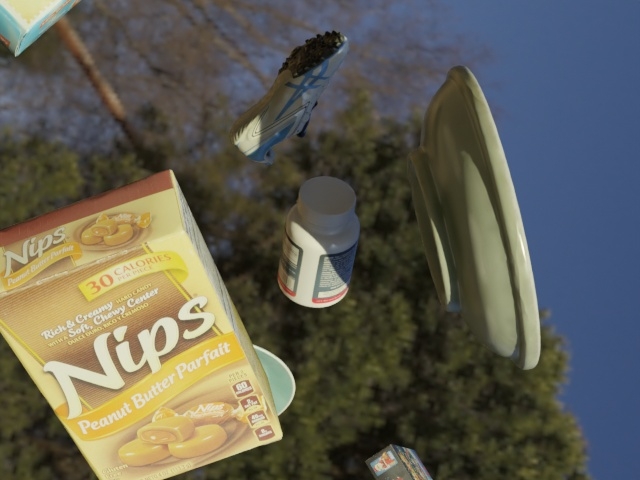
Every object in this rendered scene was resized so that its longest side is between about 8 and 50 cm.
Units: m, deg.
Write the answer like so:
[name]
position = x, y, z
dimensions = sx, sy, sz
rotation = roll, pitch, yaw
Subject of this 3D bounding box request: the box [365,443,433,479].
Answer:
[box]
position = 0.154, 0.385, 1.909
dimensions = 0.044, 0.159, 0.233
rotation = -34, -107, 6

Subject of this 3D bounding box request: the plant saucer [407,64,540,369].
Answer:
[plant saucer]
position = 0.184, -0.020, 1.841
dimensions = 0.400, 0.100, 0.400
rotation = -14, 90, -90

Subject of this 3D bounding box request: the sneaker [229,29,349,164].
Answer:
[sneaker]
position = -0.032, -0.202, 2.015
dimensions = 0.237, 0.086, 0.085
rotation = -45, -154, 29

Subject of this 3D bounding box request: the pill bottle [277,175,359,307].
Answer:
[pill bottle]
position = 0.000, 0.000, 2.049
dimensions = 0.180, 0.108, 0.108
rotation = 101, -15, -45

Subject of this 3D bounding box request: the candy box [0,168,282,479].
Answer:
[candy box]
position = -0.167, 0.094, 1.310
dimensions = 0.316, 0.183, 0.087
rotation = 69, 2, -47

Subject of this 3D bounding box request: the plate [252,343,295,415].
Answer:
[plate]
position = -0.123, 0.165, 1.685
dimensions = 0.188, 0.188, 0.024
rotation = -49, -151, 41

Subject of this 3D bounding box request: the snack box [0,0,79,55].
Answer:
[snack box]
position = -0.194, -0.319, 1.140
dimensions = 0.322, 0.187, 0.060
rotation = -47, -174, -24
